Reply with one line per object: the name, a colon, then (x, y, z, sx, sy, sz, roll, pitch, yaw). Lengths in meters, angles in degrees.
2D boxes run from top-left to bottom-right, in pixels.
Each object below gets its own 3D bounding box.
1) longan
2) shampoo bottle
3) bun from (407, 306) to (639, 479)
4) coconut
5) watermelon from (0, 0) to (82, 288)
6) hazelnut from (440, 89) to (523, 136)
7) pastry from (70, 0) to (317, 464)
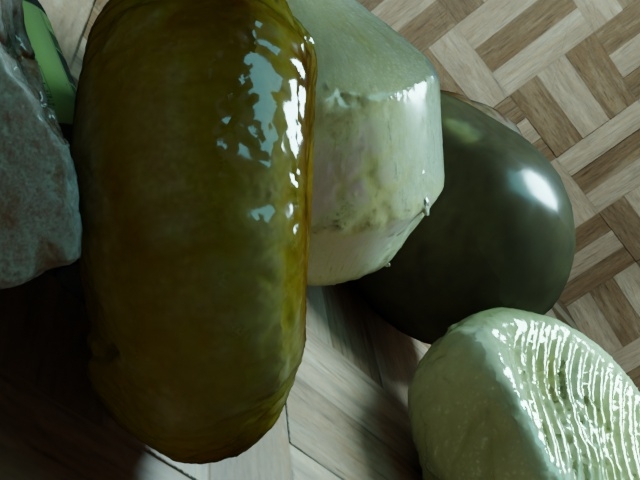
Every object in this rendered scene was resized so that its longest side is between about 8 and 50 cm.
longan: (0.191, -0.030, 1.195, 0.404, 0.336, 0.404, 46, -28, 33)
shampoo bottle: (-0.230, -0.076, 0.628, 0.101, 0.101, 0.284, 21, 36, -59)
bun: (0.259, 0.266, 0.991, 0.352, 0.227, 0.349, 33, 36, -9)
coconut: (-0.025, -0.132, 0.932, 0.352, 0.352, 0.353, 46, 19, -21)
watermelon: (-0.238, -0.078, 0.430, 0.310, 0.231, 0.193, -59, 143, -65)
hazelnut: (0.219, -0.125, 1.496, 0.372, 0.372, 0.315, 45, 48, -25)
pastry: (-0.085, -0.015, 0.573, 0.163, 0.356, 0.356, 5, 28, -3)
